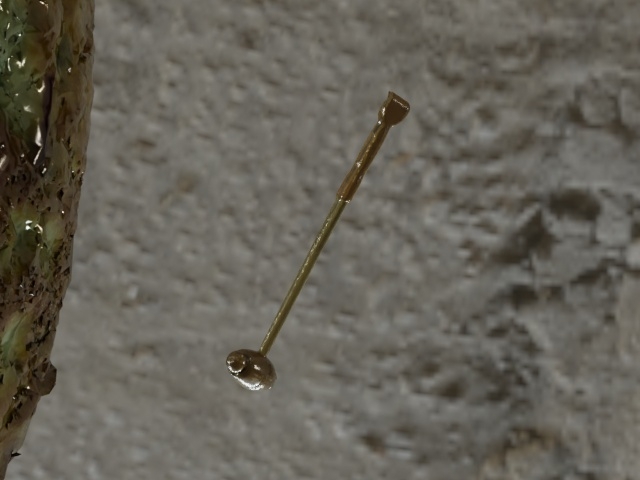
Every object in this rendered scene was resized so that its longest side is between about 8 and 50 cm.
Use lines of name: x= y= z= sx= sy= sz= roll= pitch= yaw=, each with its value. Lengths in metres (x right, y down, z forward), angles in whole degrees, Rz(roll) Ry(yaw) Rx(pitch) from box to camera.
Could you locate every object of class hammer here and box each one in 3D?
hammer: x=0.000 y=0.000 z=0.690 sx=0.014 sy=0.123 sz=0.029 roll=26 pitch=177 yaw=35

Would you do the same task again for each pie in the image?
pie: x=-0.192 y=-0.024 z=0.873 sx=0.103 sy=0.355 sz=0.288 roll=9 pitch=175 yaw=18
